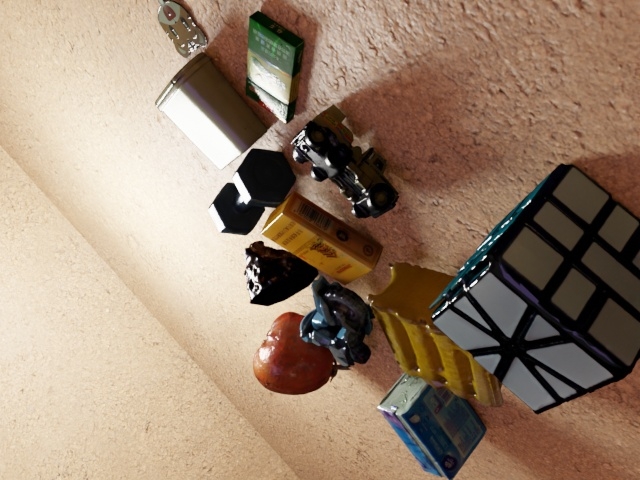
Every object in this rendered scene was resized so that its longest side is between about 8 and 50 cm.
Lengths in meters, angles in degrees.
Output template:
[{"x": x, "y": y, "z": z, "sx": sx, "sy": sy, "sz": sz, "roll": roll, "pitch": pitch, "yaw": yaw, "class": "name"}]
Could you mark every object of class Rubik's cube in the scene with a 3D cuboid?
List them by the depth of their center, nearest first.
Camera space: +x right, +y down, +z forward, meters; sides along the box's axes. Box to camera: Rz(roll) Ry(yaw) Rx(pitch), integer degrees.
[{"x": 0.409, "y": 0.090, "z": 1.206, "sx": 0.293, "sy": 0.283, "sz": 0.288, "roll": 39, "pitch": 151, "yaw": 7, "class": "Rubik's cube"}]

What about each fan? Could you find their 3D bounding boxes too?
[{"x": -0.364, "y": -0.548, "z": 1.634, "sx": 0.152, "sy": 0.008, "sz": 0.227, "roll": -4, "pitch": 126, "yaw": 54, "class": "fan"}]

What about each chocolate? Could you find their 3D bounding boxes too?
[{"x": -0.136, "y": 0.065, "z": 1.987, "sx": 0.177, "sy": 0.206, "sz": 0.224, "roll": 62, "pitch": -166, "yaw": 16, "class": "chocolate"}]

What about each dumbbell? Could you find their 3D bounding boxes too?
[{"x": -0.189, "y": -0.121, "z": 1.810, "sx": 0.156, "sy": 0.144, "sz": 0.316, "roll": 6, "pitch": 161, "yaw": -23, "class": "dumbbell"}]

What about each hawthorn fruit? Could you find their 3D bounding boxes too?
[{"x": -0.052, "y": 0.379, "z": 2.200, "sx": 0.307, "sy": 0.276, "sz": 0.276, "roll": 18, "pitch": 146, "yaw": 5, "class": "hawthorn fruit"}]

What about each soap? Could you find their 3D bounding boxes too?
[{"x": 0.296, "y": 0.226, "z": 1.605, "sx": 0.293, "sy": 0.156, "sz": 0.335, "roll": 13, "pitch": 146, "yaw": 34, "class": "soap"}]

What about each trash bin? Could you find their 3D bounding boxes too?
[{"x": -0.277, "y": -0.315, "z": 1.714, "sx": 0.247, "sy": 0.121, "sz": 0.243, "roll": 49, "pitch": 150, "yaw": -12, "class": "trash bin"}]

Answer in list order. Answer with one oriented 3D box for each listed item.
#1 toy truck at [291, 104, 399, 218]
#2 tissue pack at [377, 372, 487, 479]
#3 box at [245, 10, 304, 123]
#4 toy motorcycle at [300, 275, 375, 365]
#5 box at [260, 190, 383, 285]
[{"x": 0.064, "y": -0.163, "z": 1.475, "sx": 0.257, "sy": 0.127, "sz": 0.127, "roll": 47, "pitch": 157, "yaw": -5, "class": "toy truck"}, {"x": 0.319, "y": 0.506, "z": 1.933, "sx": 0.263, "sy": 0.198, "sz": 0.146, "roll": 55, "pitch": 152, "yaw": -17, "class": "tissue pack"}, {"x": -0.105, "y": -0.376, "z": 1.501, "sx": 0.132, "sy": 0.034, "sz": 0.235, "roll": 36, "pitch": 150, "yaw": 13, "class": "box"}, {"x": 0.034, "y": 0.234, "z": 1.966, "sx": 0.232, "sy": 0.172, "sz": 0.416, "roll": 25, "pitch": 155, "yaw": 20, "class": "toy motorcycle"}, {"x": 0.000, "y": 0.000, "z": 1.740, "sx": 0.274, "sy": 0.076, "sz": 0.174, "roll": 32, "pitch": 154, "yaw": -12, "class": "box"}]
